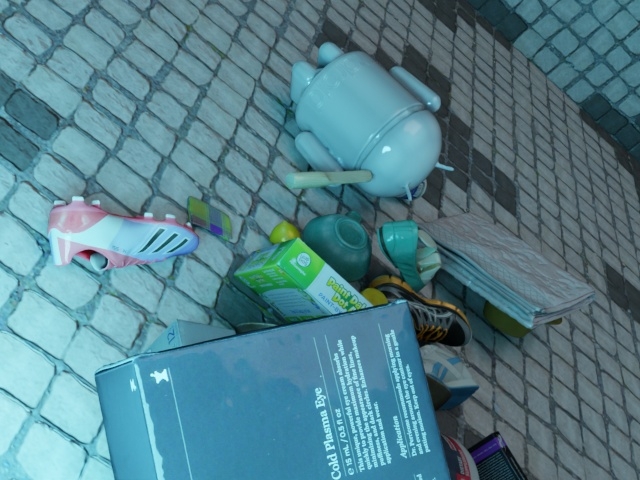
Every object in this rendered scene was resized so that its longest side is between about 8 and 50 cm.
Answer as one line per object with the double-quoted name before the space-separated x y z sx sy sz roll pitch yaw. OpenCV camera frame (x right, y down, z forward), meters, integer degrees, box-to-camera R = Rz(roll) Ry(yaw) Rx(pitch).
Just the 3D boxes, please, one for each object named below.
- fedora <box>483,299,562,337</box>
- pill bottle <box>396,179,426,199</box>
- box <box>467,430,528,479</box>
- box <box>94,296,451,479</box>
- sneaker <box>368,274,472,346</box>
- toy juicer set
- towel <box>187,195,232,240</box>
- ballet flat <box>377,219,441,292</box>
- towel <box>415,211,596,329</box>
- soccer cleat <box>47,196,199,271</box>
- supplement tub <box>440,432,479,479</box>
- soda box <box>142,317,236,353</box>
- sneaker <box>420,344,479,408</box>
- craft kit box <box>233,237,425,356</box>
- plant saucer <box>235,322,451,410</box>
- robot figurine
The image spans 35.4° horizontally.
"fedora" 0.392 0.141 2.027 0.194 0.079 0.194 20 23 -9
"pill bottle" 0.159 -0.122 2.066 0.120 0.067 0.067 7 49 -48
"box" 0.275 0.398 1.573 0.029 0.116 0.162 0 55 -53
"box" -0.040 0.263 1.058 0.312 0.179 0.343 -9 82 -28
"sneaker" 0.175 0.144 1.778 0.215 0.084 0.083 26 38 -17
"toy juicer set" 0.000 0.000 1.719 0.209 0.089 0.329 14 51 -25
"towel" -0.178 -0.035 1.596 0.083 0.009 0.060 25 37 -35
"ballet flat" 0.169 0.034 1.785 0.247 0.087 0.083 55 28 -61
"towel" 0.367 0.047 2.038 0.332 0.053 0.317 36 24 26
"soccer cleat" -0.270 0.005 1.385 0.248 0.083 0.095 15 73 -50
"supplement tub" 0.058 0.314 1.318 0.272 0.191 0.191 27 36 -32
"soda box" -0.140 0.243 1.245 0.098 0.091 0.286 16 43 -39
"sneaker" 0.172 0.226 1.681 0.228 0.087 0.092 17 35 -52
"craft kit box" 0.005 0.104 1.471 0.246 0.250 0.061 40 74 -12
"plant saucer" 0.024 0.188 1.376 0.310 0.310 0.050 27 72 -32
"robot figurine" 0.091 -0.223 1.934 0.300 0.200 0.353 -40 73 -18
